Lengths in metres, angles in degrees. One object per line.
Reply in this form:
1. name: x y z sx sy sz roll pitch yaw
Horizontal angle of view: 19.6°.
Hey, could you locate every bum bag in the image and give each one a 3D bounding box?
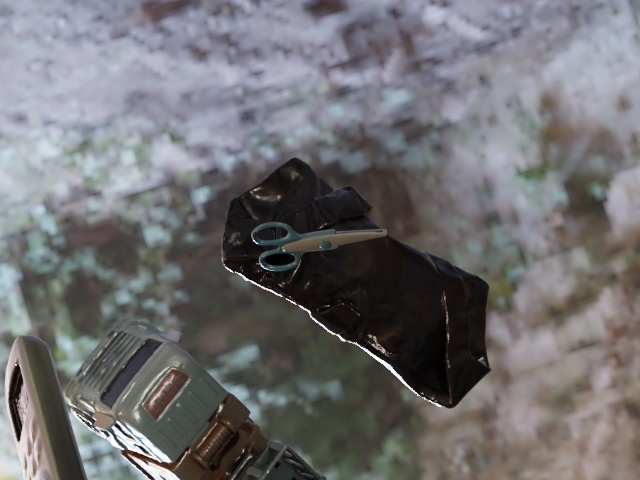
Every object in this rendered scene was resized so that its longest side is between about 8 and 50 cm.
1. bum bag: 0.045 0.038 1.763 0.310 0.137 0.074 34 159 -20

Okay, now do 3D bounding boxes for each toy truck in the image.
1. toy truck: -0.069 0.132 1.177 0.080 0.178 0.115 -52 -150 -15

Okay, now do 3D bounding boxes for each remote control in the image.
1. remote control: -0.217 0.206 1.542 0.038 0.309 0.090 -2 134 -22

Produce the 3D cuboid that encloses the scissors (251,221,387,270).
1. scissors: 0.000 0.000 1.645 0.119 0.014 0.058 -8 131 9
